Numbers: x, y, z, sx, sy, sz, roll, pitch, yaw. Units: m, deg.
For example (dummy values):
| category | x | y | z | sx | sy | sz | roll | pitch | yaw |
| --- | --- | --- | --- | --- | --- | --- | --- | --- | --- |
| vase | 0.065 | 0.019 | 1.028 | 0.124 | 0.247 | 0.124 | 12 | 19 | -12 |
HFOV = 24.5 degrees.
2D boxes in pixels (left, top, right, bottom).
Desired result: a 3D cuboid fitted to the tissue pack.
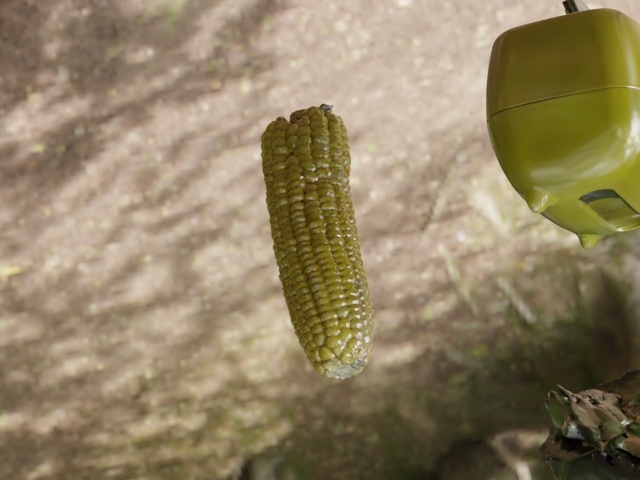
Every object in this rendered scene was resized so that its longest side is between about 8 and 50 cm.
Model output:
| category | x | y | z | sx | sy | sz | roll | pitch | yaw |
| --- | --- | --- | --- | --- | --- | --- | --- | --- | --- |
| tissue pack | 0.192 | -0.073 | 1.027 | 0.123 | 0.127 | 0.178 | -13 | 161 | 25 |

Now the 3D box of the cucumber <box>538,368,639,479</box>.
| category | x | y | z | sx | sy | sz | roll | pitch | yaw |
| --- | --- | --- | --- | --- | --- | --- | --- | --- | --- |
| cucumber | 0.089 | 0.100 | 0.365 | 0.053 | 0.053 | 0.181 | -14 | 125 | 3 |

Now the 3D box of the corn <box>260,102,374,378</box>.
| category | x | y | z | sx | sy | sz | roll | pitch | yaw |
| --- | --- | --- | --- | --- | --- | --- | --- | --- | --- |
| corn | 0.000 | 0.000 | 1.510 | 0.101 | 0.292 | 0.101 | -10 | 160 | -3 |

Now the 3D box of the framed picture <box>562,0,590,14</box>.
| category | x | y | z | sx | sy | sz | roll | pitch | yaw |
| --- | --- | --- | --- | --- | --- | --- | --- | --- | --- |
| framed picture | 0.313 | -0.071 | 1.334 | 0.018 | 0.293 | 0.231 | -31 | 147 | 22 |
